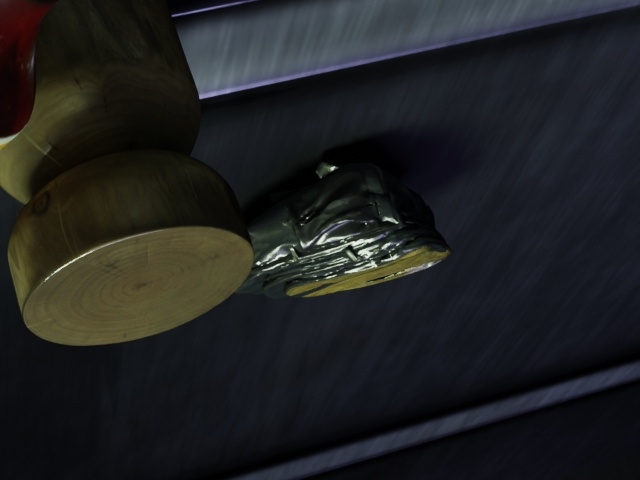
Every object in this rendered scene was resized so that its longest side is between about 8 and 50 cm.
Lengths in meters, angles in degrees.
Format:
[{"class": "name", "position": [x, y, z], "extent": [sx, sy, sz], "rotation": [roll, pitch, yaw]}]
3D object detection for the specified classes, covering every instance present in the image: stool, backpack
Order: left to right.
[{"class": "stool", "position": [-0.173, -0.075, 1.066], "extent": [0.179, 0.264, 0.179], "rotation": [-16, 155, -8]}, {"class": "backpack", "position": [0.000, 0.000, 1.531], "extent": [0.258, 0.133, 0.206], "rotation": [-22, 165, 17]}]

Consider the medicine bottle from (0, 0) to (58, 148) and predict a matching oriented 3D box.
[{"class": "medicine bottle", "position": [-0.254, -0.175, 0.864], "extent": [0.395, 0.242, 0.242], "rotation": [-40, 150, 19]}]
